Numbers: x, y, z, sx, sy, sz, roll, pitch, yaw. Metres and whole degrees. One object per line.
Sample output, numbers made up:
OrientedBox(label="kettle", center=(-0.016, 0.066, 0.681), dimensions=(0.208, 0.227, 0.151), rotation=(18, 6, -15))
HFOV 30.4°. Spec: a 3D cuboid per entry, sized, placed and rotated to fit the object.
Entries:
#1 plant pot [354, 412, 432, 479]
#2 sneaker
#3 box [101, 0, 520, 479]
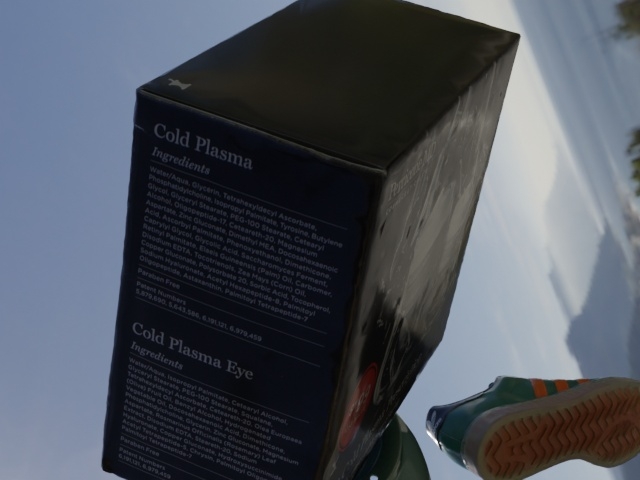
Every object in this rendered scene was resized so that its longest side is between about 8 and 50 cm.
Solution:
OrientedBox(label="plant pot", center=(-0.020, 0.235, 1.134), dimensions=(0.196, 0.293, 0.293), rotation=(98, 167, -48))
OrientedBox(label="sneaker", center=(0.254, 0.195, 1.333), dimensions=(0.121, 0.302, 0.108), rotation=(24, 111, 53))
OrientedBox(label="box", center=(0.000, 0.000, 0.924), dimensions=(0.343, 0.178, 0.313), rotation=(-47, -29, -56))
